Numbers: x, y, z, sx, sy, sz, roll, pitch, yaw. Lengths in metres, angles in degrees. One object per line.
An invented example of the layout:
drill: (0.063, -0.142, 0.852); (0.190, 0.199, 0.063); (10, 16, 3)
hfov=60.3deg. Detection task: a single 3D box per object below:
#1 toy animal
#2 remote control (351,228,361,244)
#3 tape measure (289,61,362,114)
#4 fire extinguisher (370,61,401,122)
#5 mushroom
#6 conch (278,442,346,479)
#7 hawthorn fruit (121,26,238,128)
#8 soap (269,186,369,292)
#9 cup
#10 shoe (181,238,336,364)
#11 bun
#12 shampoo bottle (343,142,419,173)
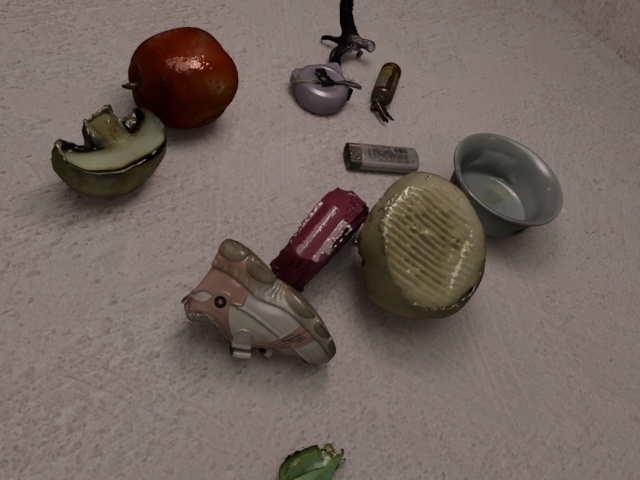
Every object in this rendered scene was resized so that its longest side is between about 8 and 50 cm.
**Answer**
toy animal: (0.085, -0.685, 1.928); (0.160, 0.197, 0.273); (11, 95, -31)
remote control: (0.173, 0.025, 1.497); (0.184, 0.027, 0.050); (25, 54, 5)
tape measure: (0.010, -0.493, 1.761); (0.196, 0.105, 0.178); (-20, 64, -31)
fire extinguisher: (0.229, -0.497, 1.856); (0.106, 0.075, 0.252); (22, 51, -3)
mushroom: (-0.498, -0.195, 1.338); (0.189, 0.164, 0.267); (32, 49, 1)
conch: (-0.021, 0.453, 1.096); (0.106, 0.079, 0.170); (48, 39, 10)
hawthorn fruit: (-0.383, -0.431, 1.482); (0.299, 0.275, 0.275); (-18, 63, -30)
soap: (0.000, 0.000, 1.354); (0.112, 0.182, 0.289); (38, 68, 8)
cup: (0.524, -0.141, 1.646); (0.346, 0.163, 0.348); (9, 53, -12)
shoe: (-0.133, 0.172, 1.212); (0.351, 0.172, 0.198); (44, 89, -8)
bun: (0.235, 0.023, 1.361); (0.359, 0.211, 0.360); (2, 84, -22)
shampoo bottle: (0.185, -0.251, 1.677); (0.227, 0.056, 0.086); (1, 57, -18)
